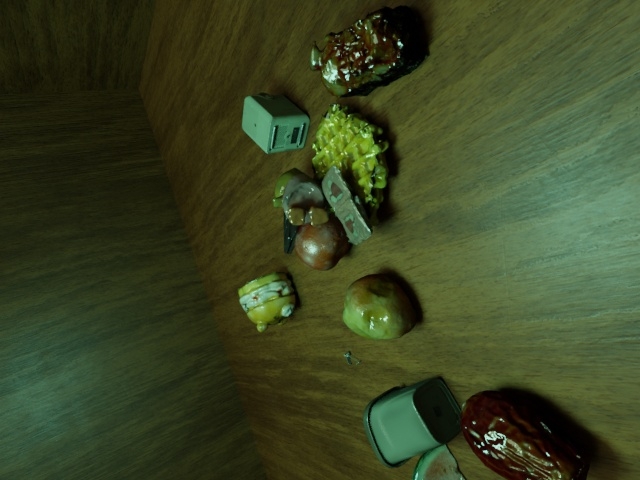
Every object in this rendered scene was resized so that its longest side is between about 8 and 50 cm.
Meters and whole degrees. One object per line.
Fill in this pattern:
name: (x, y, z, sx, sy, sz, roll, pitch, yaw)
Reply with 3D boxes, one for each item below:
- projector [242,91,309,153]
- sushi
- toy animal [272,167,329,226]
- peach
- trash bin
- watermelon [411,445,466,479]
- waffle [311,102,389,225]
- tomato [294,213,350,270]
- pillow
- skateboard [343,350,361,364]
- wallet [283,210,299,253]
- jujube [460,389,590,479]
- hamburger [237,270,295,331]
projector: (-0.181, -0.457, 1.581, 0.242, 0.177, 0.164, 46, 136, 34)
sushi: (0.111, -0.510, 1.120, 0.343, 0.181, 0.197, -2, 96, 54)
toy animal: (-0.081, -0.158, 1.432, 0.281, 0.195, 0.169, -135, 50, -64)
peach: (0.193, 0.229, 1.330, 0.235, 0.214, 0.214, 26, 127, 28)
trash bin: (0.297, 0.571, 1.310, 0.219, 0.219, 0.250, 60, 138, 17)
watermelon: (0.374, 0.781, 1.338, 0.202, 0.207, 0.136, -9, 123, 42)
waffle: (0.088, -0.243, 1.350, 0.382, 0.095, 0.380, 44, 140, 40)
tomato: (0.000, 0.000, 1.484, 0.184, 0.208, 0.208, 31, 131, 26)
pillow: (0.083, -0.108, 1.288, 0.248, 0.049, 0.135, 64, 151, 13)
skateboard: (0.135, 0.495, 1.678, 0.083, 0.032, 0.064, 16, 127, 55)
wallet: (-0.122, -0.080, 1.708, 0.182, 0.049, 0.229, 121, 151, -53)
jujube: (0.480, 0.486, 1.001, 0.290, 0.197, 0.197, 23, 122, 52)
hamburger: (-0.242, 0.293, 1.942, 0.276, 0.276, 0.237, -41, 67, 55)
